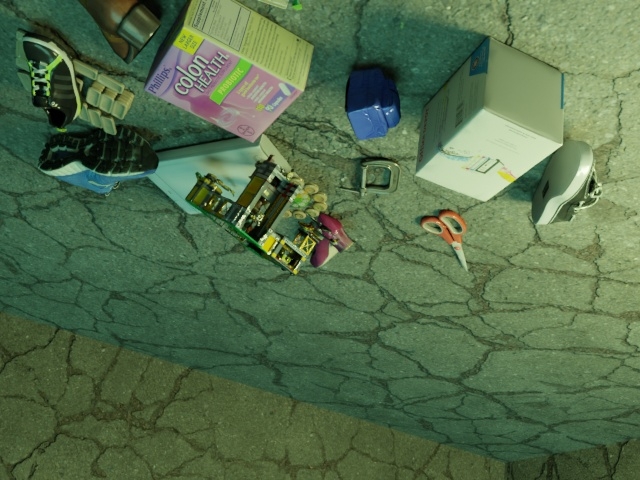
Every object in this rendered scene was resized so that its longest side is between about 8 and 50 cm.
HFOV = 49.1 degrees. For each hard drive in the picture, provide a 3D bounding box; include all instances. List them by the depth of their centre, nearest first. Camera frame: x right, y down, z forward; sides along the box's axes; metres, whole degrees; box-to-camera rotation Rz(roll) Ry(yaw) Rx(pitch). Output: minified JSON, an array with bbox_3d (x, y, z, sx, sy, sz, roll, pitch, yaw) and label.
[{"bbox_3d":[-0.239,-0.154,1.727,0.353,0.047,0.233,-6,148,27],"label":"hard drive"}]

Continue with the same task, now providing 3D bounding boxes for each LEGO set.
[{"bbox_3d":[-0.125,-0.080,1.624,0.331,0.192,0.255,40,169,-36],"label":"LEGO set"}]

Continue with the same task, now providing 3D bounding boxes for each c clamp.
[{"bbox_3d":[0.120,-0.145,1.643,0.137,0.022,0.160,11,152,0],"label":"c clamp"}]

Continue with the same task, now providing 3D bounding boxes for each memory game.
[{"bbox_3d":[-0.073,-0.103,1.699,0.186,0.012,0.186,9,151,5],"label":"memory game"}]

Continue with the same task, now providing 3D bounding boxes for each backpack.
[{"bbox_3d":[0.101,-0.265,1.334,0.101,0.120,0.098,-6,146,11],"label":"backpack"}]

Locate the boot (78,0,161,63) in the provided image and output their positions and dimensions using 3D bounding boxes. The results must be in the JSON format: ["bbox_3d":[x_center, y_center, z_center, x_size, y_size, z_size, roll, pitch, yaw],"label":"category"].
[{"bbox_3d":[-0.417,-0.434,1.213,0.280,0.096,0.264,39,-178,-19],"label":"boot"}]

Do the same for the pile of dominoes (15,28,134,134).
[{"bbox_3d":[-0.535,-0.345,1.521,0.251,0.040,0.196,28,149,-13],"label":"pile of dominoes"}]

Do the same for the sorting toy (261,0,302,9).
[{"bbox_3d":[-0.067,-0.426,1.211,0.083,0.012,0.062,16,151,-9],"label":"sorting toy"}]

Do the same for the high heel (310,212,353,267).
[{"bbox_3d":[0.000,0.000,1.920,0.117,0.082,0.244,49,160,-3],"label":"high heel"}]

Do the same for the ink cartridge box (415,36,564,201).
[{"bbox_3d":[0.308,-0.214,1.299,0.168,0.171,0.233,20,151,-15],"label":"ink cartridge box"}]

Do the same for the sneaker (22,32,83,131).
[{"bbox_3d":[-0.554,-0.315,1.442,0.084,0.097,0.234,12,149,12],"label":"sneaker"}]

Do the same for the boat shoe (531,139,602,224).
[{"bbox_3d":[0.533,-0.112,1.470,0.105,0.113,0.306,2,154,2],"label":"boat shoe"}]

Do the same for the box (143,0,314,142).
[{"bbox_3d":[-0.174,-0.326,1.322,0.243,0.117,0.213,25,148,-23],"label":"box"}]

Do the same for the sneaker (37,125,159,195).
[{"bbox_3d":[-0.520,-0.189,1.708,0.330,0.129,0.147,4,161,27],"label":"sneaker"}]

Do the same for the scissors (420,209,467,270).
[{"bbox_3d":[0.364,0.008,1.834,0.109,0.021,0.297,-13,142,33],"label":"scissors"}]
